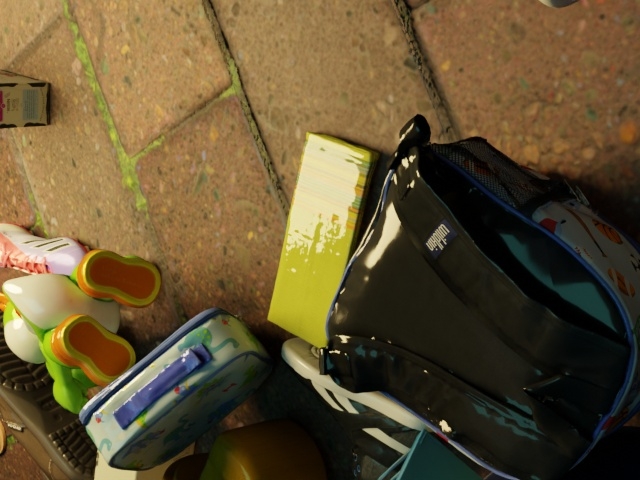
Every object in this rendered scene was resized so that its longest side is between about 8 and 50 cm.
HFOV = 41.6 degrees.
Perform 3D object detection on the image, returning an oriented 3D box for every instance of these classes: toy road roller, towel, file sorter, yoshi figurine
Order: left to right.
[{"bbox_3d":[-0.317,0.128,1.158,0.362,0.204,0.202,-16,94,56],"label":"yoshi figurine"},{"bbox_3d":[-0.058,0.364,0.992,0.330,0.203,0.240,32,107,31],"label":"toy road roller"},{"bbox_3d":[0.000,0.000,0.962,0.102,0.021,0.237,25,110,38],"label":"towel"},{"bbox_3d":[0.094,0.295,0.815,0.118,0.170,0.104,40,120,4],"label":"file sorter"}]

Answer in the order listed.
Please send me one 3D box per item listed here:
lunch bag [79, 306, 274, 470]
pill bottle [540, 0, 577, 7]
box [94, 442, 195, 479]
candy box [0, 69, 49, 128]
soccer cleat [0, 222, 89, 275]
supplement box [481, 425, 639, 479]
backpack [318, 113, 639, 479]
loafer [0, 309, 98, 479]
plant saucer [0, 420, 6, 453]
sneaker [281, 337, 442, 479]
[{"bbox_3d":[-0.167,0.178,1.008,0.219,0.176,0.090,-40,72,-1],"label":"lunch bag"},{"bbox_3d":[0.156,-0.307,0.709,0.221,0.121,0.121,48,126,21],"label":"pill bottle"},{"bbox_3d":[-0.254,0.339,1.202,0.094,0.113,0.275,27,114,33],"label":"box"},{"bbox_3d":[-0.545,-0.209,1.239,0.159,0.233,0.071,20,112,36],"label":"candy box"},{"bbox_3d":[-0.450,0.026,1.304,0.248,0.095,0.083,17,110,36],"label":"soccer cleat"},{"bbox_3d":[0.266,0.360,0.717,0.195,0.194,0.356,-4,97,40],"label":"supplement box"},{"bbox_3d":[0.161,0.065,0.732,0.263,0.213,0.276,44,131,34],"label":"backpack"},{"bbox_3d":[-0.469,0.263,1.346,0.366,0.134,0.130,50,126,20],"label":"loafer"},{"bbox_3d":[-0.614,0.360,1.568,0.084,0.013,0.083,10,106,39],"label":"plant saucer"},{"bbox_3d":[0.033,0.202,0.951,0.217,0.079,0.121,24,113,32],"label":"sneaker"}]
